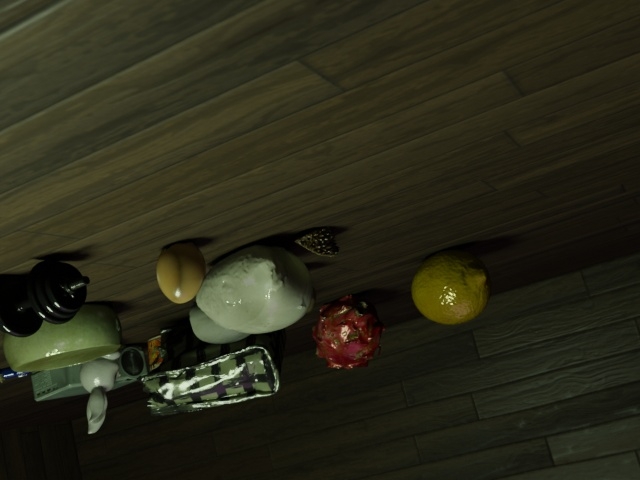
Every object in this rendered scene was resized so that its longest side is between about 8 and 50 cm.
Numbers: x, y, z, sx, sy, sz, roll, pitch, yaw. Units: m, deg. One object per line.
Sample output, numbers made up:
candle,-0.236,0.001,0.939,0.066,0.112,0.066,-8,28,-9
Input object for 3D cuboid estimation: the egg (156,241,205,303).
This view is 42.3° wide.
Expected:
egg,-0.225,0.053,1.336,0.080,0.096,0.080,-7,153,-4

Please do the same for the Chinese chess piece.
Chinese chess piece,-0.510,0.195,1.652,0.237,0.092,0.238,-14,167,-3

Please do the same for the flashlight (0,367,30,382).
flashlight,-0.795,0.343,2.121,0.121,0.035,0.057,-10,167,-17

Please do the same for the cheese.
cheese,-0.105,0.092,1.521,0.198,0.154,0.189,-23,171,34

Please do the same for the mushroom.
mushroom,-0.149,0.141,1.838,0.328,0.122,0.159,-22,-157,35

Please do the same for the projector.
projector,-0.620,0.353,2.232,0.192,0.099,0.256,-23,165,40

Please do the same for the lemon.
lemon,0.322,0.117,2.053,0.187,0.187,0.244,-6,168,-35

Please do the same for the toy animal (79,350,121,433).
toy animal,-0.546,0.361,2.069,0.130,0.221,0.104,-4,159,-37

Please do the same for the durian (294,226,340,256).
durian,-0.001,0.010,1.507,0.066,0.052,0.130,-17,169,23

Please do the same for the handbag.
handbag,-0.250,0.285,2.011,0.327,0.162,0.325,-11,-166,5

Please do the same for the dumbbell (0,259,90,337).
dumbbell,-0.427,0.088,1.245,0.208,0.099,0.099,-19,167,27

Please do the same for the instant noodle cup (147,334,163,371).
instant noodle cup,-0.377,0.339,2.269,0.213,0.174,0.213,-13,168,-3

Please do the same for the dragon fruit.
dragon fruit,0.084,0.257,2.419,0.205,0.210,0.268,5,144,-11
